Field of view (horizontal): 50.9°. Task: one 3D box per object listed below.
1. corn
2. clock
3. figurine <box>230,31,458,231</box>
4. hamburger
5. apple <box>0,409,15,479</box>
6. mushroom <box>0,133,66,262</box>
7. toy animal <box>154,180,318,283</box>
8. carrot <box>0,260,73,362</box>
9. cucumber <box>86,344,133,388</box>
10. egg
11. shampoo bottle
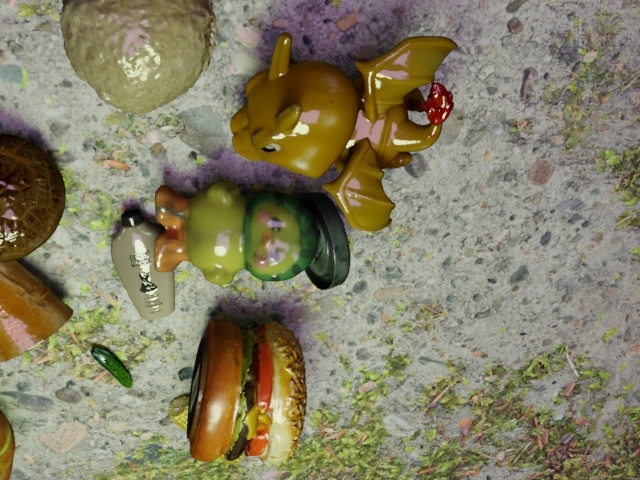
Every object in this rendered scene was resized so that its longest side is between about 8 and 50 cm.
[{"bbox_3d":[-0.282,0.487,1.717,0.081,0.081,0.248,-37,118,7],"label":"corn"},{"bbox_3d":[0.000,0.000,1.458,0.041,0.215,0.215,-14,120,-22],"label":"clock"},{"bbox_3d":[0.052,-0.252,1.311,0.386,0.268,0.401,4,128,-30],"label":"figurine"},{"bbox_3d":[-0.164,0.344,1.538,0.249,0.330,0.330,10,114,-14],"label":"hamburger"},{"bbox_3d":[-0.844,0.488,1.449,0.339,0.340,0.340,-6,118,-11],"label":"apple"},{"bbox_3d":[-0.614,-0.080,1.274,0.253,0.153,0.253,2,85,-24],"label":"mushroom"},{"bbox_3d":[-0.170,-0.016,1.410,0.337,0.191,0.216,4,96,5],"label":"toy animal"},{"bbox_3d":[-0.663,0.102,1.386,0.195,0.196,0.254,-29,110,2],"label":"carrot"},{"bbox_3d":[-0.492,0.298,1.594,0.039,0.039,0.168,-30,122,3],"label":"cucumber"},{"bbox_3d":[-0.314,-0.378,1.164,0.279,0.279,0.311,14,101,-20],"label":"egg"},{"bbox_3d":[-0.384,0.051,1.468,0.127,0.078,0.257,-11,116,-4],"label":"shampoo bottle"}]
